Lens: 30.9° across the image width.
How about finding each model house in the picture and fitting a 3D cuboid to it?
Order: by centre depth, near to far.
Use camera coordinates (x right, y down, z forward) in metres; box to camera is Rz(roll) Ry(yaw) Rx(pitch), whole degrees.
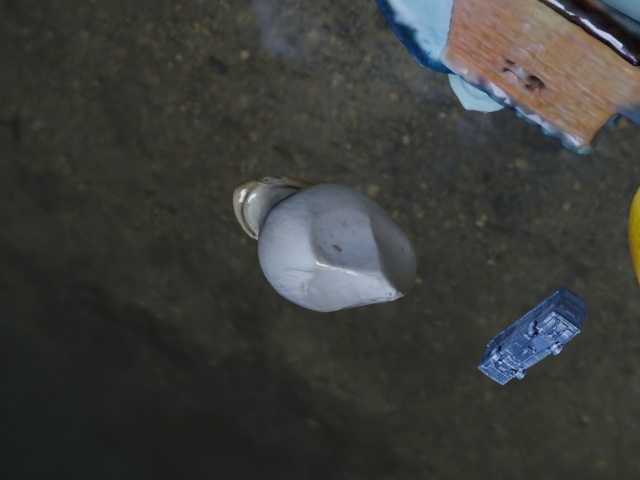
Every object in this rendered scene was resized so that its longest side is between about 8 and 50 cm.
[{"bbox_3d":[0.135,-0.171,0.732,0.253,0.184,0.291,36,165,7],"label":"model house"}]

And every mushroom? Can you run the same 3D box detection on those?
[{"bbox_3d":[0.000,-0.002,0.843,0.212,0.097,0.088,-146,38,-72],"label":"mushroom"}]

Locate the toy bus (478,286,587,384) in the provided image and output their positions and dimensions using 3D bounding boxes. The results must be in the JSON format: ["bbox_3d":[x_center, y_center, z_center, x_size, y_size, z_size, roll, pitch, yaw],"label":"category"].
[{"bbox_3d":[0.260,0.119,1.423,0.047,0.065,0.166,35,141,-7],"label":"toy bus"}]

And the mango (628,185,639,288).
[{"bbox_3d":[0.277,0.044,0.693,0.252,0.154,0.126,37,155,-16],"label":"mango"}]
